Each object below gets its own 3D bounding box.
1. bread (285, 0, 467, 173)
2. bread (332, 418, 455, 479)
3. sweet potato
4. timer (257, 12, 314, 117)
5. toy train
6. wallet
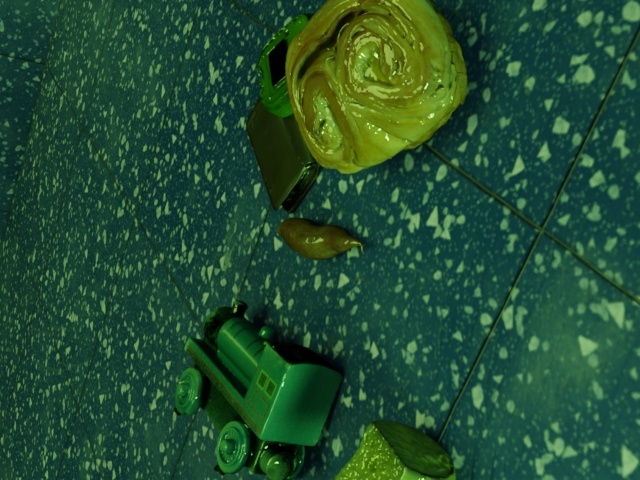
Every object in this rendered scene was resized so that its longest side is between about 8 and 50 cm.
[{"bbox_3d":[0.058,-0.193,0.977,0.236,0.120,0.198,-32,76,46],"label":"bread"},{"bbox_3d":[0.082,0.265,0.894,0.129,0.111,0.114,43,115,54],"label":"bread"},{"bbox_3d":[0.000,0.000,1.128,0.195,0.056,0.056,10,92,53],"label":"sweet potato"},{"bbox_3d":[-0.040,-0.253,1.219,0.128,0.047,0.140,-34,48,35],"label":"timer"},{"bbox_3d":[-0.098,0.201,1.185,0.298,0.120,0.194,32,103,55],"label":"toy train"},{"bbox_3d":[-0.060,-0.143,1.264,0.110,0.031,0.198,-55,41,37],"label":"wallet"}]
